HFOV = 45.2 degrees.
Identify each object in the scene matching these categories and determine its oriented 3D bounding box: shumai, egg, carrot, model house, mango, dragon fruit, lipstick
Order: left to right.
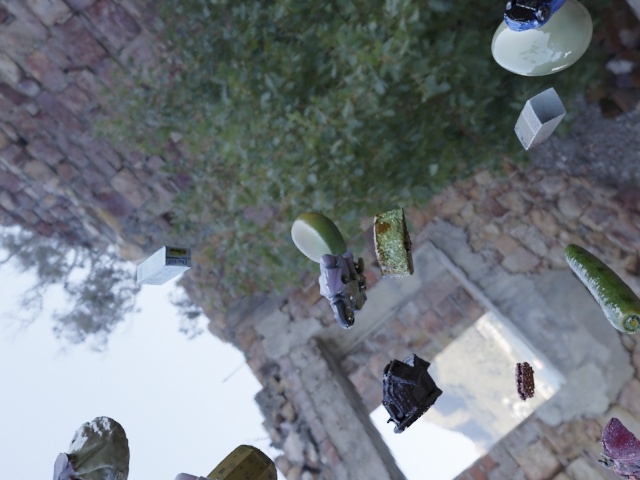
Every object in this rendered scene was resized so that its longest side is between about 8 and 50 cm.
[{"bbox_3d":[-0.515,0.481,1.675,0.120,0.201,0.201,24,-158,-53],"label":"shumai"},{"bbox_3d":[0.000,0.000,1.883,0.194,0.092,0.130,46,148,43],"label":"mango"},{"bbox_3d":[0.230,0.392,2.049,0.164,0.141,0.203,51,-156,10],"label":"model house"},{"bbox_3d":[0.589,-0.322,2.077,0.079,0.076,0.371,63,-173,6],"label":"lipstick"},{"bbox_3d":[0.546,-0.504,1.908,0.254,0.188,0.188,-12,131,42],"label":"egg"},{"bbox_3d":[0.600,0.088,1.647,0.074,0.074,0.358,48,-167,-20],"label":"carrot"},{"bbox_3d":[0.637,0.453,1.610,0.102,0.096,0.147,42,-174,-11],"label":"dragon fruit"}]

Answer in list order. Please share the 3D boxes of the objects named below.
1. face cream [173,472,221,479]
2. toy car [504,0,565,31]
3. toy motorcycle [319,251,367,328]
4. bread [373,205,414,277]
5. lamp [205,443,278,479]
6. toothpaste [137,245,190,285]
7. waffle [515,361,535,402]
[{"bbox_3d":[-0.151,0.566,1.569,0.346,0.101,0.102,20,180,5],"label":"face cream"},{"bbox_3d":[0.474,-0.514,1.603,0.103,0.216,0.063,38,176,46],"label":"toy car"},{"bbox_3d":[0.046,0.086,1.661,0.152,0.073,0.225,62,-158,-15],"label":"toy motorcycle"},{"bbox_3d":[0.151,0.012,1.556,0.128,0.069,0.140,68,-164,-49],"label":"bread"},{"bbox_3d":[-0.214,0.648,2.053,0.161,0.185,0.161,34,145,28],"label":"lamp"},{"bbox_3d":[-0.259,0.042,1.253,0.046,0.034,0.164,6,164,-28],"label":"toothpaste"},{"bbox_3d":[0.424,0.294,1.595,0.075,0.029,0.083,14,-110,-55],"label":"waffle"}]
